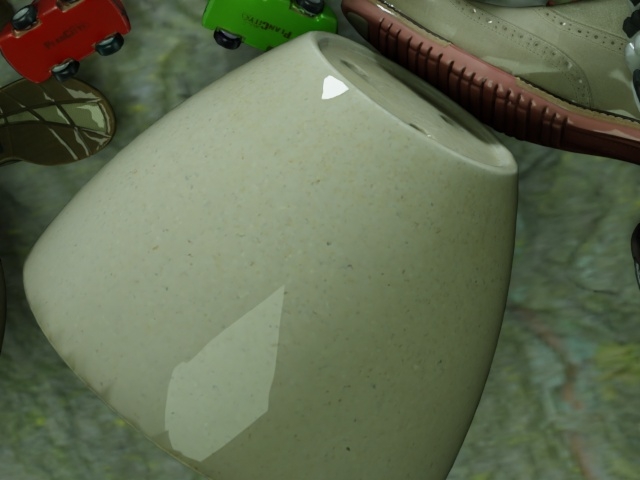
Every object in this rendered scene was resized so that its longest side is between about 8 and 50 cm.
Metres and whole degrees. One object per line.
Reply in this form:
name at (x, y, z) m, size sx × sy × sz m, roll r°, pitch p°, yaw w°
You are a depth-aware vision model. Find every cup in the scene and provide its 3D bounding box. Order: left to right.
cup at (0.000, 0.000, 1.127) m, size 0.331 × 0.331 × 0.237 m, roll 33°, pitch 106°, yaw 0°

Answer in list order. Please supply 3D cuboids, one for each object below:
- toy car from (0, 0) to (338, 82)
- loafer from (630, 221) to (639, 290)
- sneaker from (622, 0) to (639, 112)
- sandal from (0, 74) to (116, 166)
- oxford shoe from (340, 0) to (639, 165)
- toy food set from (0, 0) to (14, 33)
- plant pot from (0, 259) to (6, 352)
toy car at (-0.095, -0.189, 1.205) m, size 0.225 × 0.053 × 0.239 m, roll 20°, pitch 126°, yaw -16°
loafer at (0.314, 0.108, 1.226) m, size 0.109 × 0.095 × 0.302 m, roll -30°, pitch 110°, yaw -10°
sneaker at (0.276, -0.205, 1.078) m, size 0.118 × 0.110 × 0.292 m, roll 15°, pitch 83°, yaw -8°
sandal at (-0.233, -0.090, 1.293) m, size 0.180 × 0.049 × 0.072 m, roll -12°, pitch 102°, yaw 30°
oxford shoe at (0.187, -0.128, 1.172) m, size 0.348 × 0.123 × 0.130 m, roll 24°, pitch 87°, yaw 2°
toy food set at (-0.325, -0.175, 1.250) m, size 0.232 × 0.104 × 0.111 m, roll 4°, pitch 108°, yaw 10°
plant pot at (-0.353, 0.038, 1.267) m, size 0.284 × 0.191 × 0.284 m, roll 8°, pitch 117°, yaw 16°
